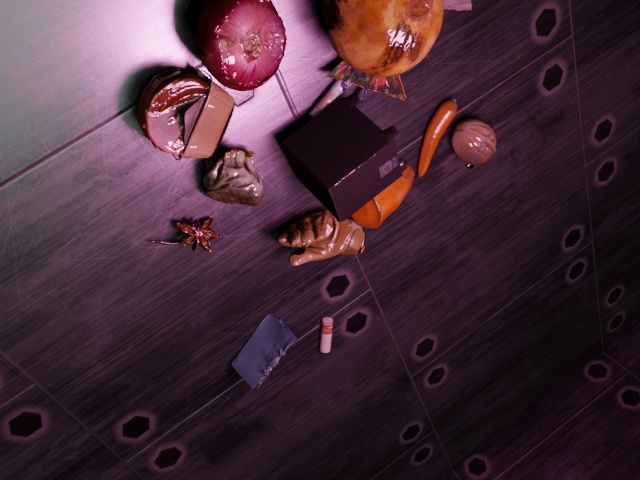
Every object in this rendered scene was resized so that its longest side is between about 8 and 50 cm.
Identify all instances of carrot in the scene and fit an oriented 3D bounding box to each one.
[{"bbox_3d":[0.196,-0.164,1.960,0.225,0.159,0.159,-41,133,-23],"label":"carrot"},{"bbox_3d":[0.357,-0.326,2.003,0.062,0.066,0.271,27,110,5],"label":"carrot"}]

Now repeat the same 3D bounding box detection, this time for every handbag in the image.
[{"bbox_3d":[-0.180,0.356,2.026,0.221,0.144,0.057,-51,132,4],"label":"handbag"}]

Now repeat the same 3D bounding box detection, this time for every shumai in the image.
[{"bbox_3d":[-0.227,-0.175,1.708,0.184,0.184,0.142,19,77,-38],"label":"shumai"}]

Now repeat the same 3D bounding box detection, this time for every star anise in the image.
[{"bbox_3d":[-0.371,-0.011,1.737,0.190,0.070,0.097,-4,93,-28],"label":"star anise"}]

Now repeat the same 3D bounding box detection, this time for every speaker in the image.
[{"bbox_3d":[0.069,-0.231,1.747,0.254,0.232,0.184,-38,149,-8],"label":"speaker"}]

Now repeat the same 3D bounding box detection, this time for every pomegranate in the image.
[{"bbox_3d":[0.157,-0.572,1.574,0.322,0.322,0.322,-16,125,-23],"label":"pomegranate"}]

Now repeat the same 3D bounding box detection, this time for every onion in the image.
[{"bbox_3d":[-0.190,-0.480,1.495,0.248,0.161,0.248,-19,131,-23],"label":"onion"}]

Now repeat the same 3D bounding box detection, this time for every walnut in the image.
[{"bbox_3d":[0.495,-0.319,2.040,0.140,0.140,0.162,-48,141,3],"label":"walnut"}]

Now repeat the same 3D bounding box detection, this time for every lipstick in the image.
[{"bbox_3d":[0.021,0.330,2.204,0.038,0.038,0.131,-11,123,-26],"label":"lipstick"}]

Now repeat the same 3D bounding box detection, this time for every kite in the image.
[{"bbox_3d":[0.151,-0.490,1.786,0.321,0.016,0.234,4,106,-42],"label":"kite"}]

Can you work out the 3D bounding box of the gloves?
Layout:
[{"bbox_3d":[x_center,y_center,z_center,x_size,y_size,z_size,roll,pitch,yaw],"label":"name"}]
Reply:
[{"bbox_3d":[-0.005,-0.012,1.914,0.331,0.141,0.154,4,142,-44],"label":"gloves"}]

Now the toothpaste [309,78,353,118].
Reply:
[{"bbox_3d":[0.046,-0.419,1.764,0.205,0.036,0.056,-50,133,-2],"label":"toothpaste"}]

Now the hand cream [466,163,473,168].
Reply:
[{"bbox_3d":[0.529,-0.300,2.143,0.036,0.023,0.122,-4,122,-43],"label":"hand cream"}]

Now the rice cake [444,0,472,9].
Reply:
[{"bbox_3d":[0.318,-0.676,1.763,0.269,0.049,0.055,-6,105,-29],"label":"rice cake"}]

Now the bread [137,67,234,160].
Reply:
[{"bbox_3d":[-0.329,-0.305,1.529,0.212,0.142,0.224,12,112,-40],"label":"bread"}]
